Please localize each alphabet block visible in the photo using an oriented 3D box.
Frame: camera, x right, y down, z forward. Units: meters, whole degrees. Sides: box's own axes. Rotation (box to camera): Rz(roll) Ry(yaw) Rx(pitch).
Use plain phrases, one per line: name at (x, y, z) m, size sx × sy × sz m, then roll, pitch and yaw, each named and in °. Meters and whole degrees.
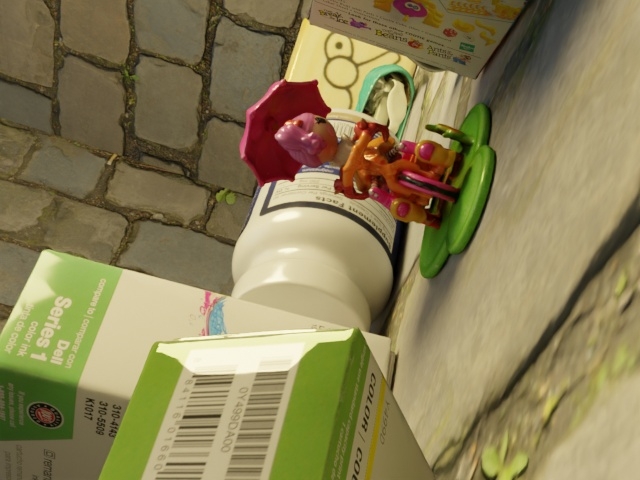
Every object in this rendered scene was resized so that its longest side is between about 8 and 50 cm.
alphabet block at (0.027, -0.200, 1.374) m, size 0.193 × 0.192 × 0.197 m, roll 121°, pitch 167°, yaw -75°

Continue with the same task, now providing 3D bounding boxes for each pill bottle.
pill bottle at (0.000, 0.000, 0.840) m, size 0.265 × 0.153 × 0.153 m, roll -74°, pitch 2°, yaw -49°

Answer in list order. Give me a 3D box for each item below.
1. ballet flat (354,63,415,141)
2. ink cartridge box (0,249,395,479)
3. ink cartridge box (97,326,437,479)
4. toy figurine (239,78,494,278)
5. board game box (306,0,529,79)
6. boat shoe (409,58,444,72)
ballet flat at (0.070, -0.129, 1.184) m, size 0.087 × 0.083 × 0.247 m, roll 171°, pitch 115°, yaw -72°
ink cartridge box at (-0.103, 0.144, 0.687) m, size 0.201 × 0.278 × 0.117 m, roll 109°, pitch 174°, yaw -45°
ink cartridge box at (-0.002, 0.187, 0.368) m, size 0.189 × 0.097 × 0.255 m, roll -75°, pitch -31°, yaw -41°
toy figurine at (0.022, -0.054, 0.595) m, size 0.173 × 0.159 × 0.130 m, roll -88°, pitch 16°, yaw -81°
board game box at (0.090, -0.241, 0.561) m, size 0.275 × 0.144 × 0.142 m, roll 117°, pitch 171°, yaw -76°
boat shoe at (0.075, -0.253, 0.770) m, size 0.081 × 0.228 × 0.068 m, roll -30°, pitch 16°, yaw -8°
